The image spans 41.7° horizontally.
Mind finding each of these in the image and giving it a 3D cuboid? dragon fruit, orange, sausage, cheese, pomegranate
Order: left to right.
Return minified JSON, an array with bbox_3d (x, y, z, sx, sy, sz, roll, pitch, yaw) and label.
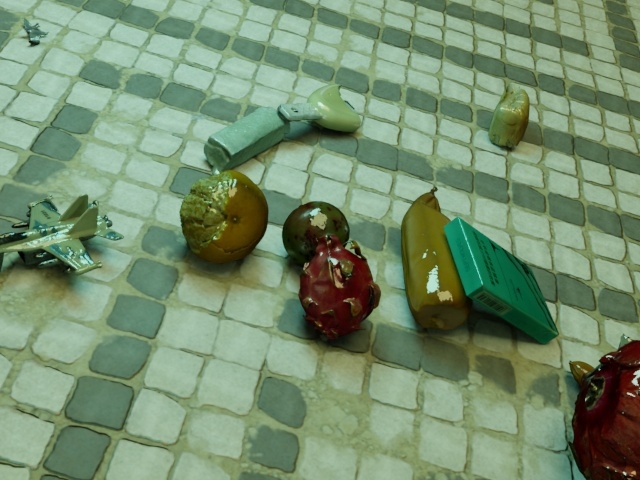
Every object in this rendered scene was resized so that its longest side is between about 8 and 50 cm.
[{"bbox_3d":[-0.163,-0.039,1.399,0.156,0.134,0.156,0,89,-24],"label":"orange"},{"bbox_3d":[-0.004,-0.270,1.732,0.235,0.050,0.127,-12,58,-50],"label":"cheese"},{"bbox_3d":[-0.001,-0.008,1.438,0.130,0.130,0.130,10,43,-10],"label":"pomegranate"},{"bbox_3d":[0.029,0.074,1.353,0.133,0.136,0.166,5,71,-57],"label":"dragon fruit"},{"bbox_3d":[0.199,0.019,1.493,0.112,0.112,0.328,10,43,-10],"label":"sausage"},{"bbox_3d":[0.497,0.248,1.400,0.183,0.054,0.062,19,10,3],"label":"sausage"},{"bbox_3d":[0.516,0.286,1.203,0.302,0.295,0.295,29,42,-7],"label":"dragon fruit"}]

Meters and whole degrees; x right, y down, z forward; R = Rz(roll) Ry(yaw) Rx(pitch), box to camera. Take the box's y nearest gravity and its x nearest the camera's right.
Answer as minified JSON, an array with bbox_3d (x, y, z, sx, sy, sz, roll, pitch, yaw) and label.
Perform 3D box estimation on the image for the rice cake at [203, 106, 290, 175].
[{"bbox_3d":[-0.144,-0.199,1.625,0.069,0.063,0.206,43,47,14],"label":"rice cake"}]

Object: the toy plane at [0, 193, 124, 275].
[{"bbox_3d":[-0.445,0.006,1.300,0.262,0.088,0.192,-25,52,-26],"label":"toy plane"}]

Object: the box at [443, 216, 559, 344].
[{"bbox_3d":[0.312,0.071,1.450,0.226,0.042,0.161,30,34,-36],"label":"box"}]

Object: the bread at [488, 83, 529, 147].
[{"bbox_3d":[0.426,-0.275,1.879,0.082,0.106,0.125,24,45,6],"label":"bread"}]

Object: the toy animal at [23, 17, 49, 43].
[{"bbox_3d":[-0.586,-0.433,1.736,0.050,0.028,0.084,-10,50,-17],"label":"toy animal"}]
